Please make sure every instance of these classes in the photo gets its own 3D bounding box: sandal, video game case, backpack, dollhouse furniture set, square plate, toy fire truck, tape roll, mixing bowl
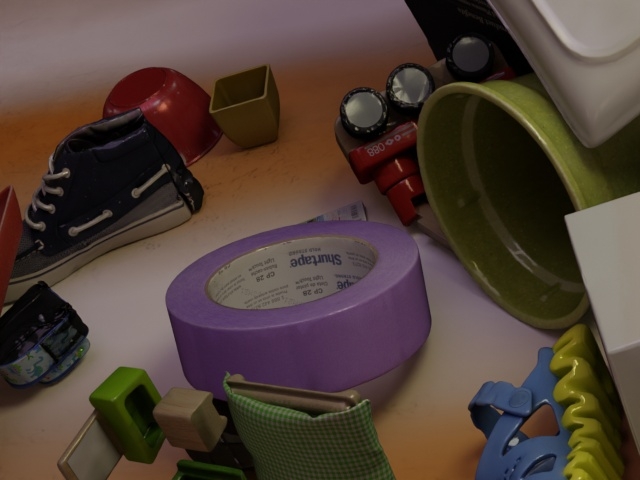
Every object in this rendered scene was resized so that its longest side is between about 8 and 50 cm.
[{"bbox_3d":[-0.051,0.196,1.633,0.219,0.060,0.090,-8,74,27],"label":"sandal"},{"bbox_3d":[0.000,0.000,1.894,0.122,0.011,0.087,-20,37,7],"label":"video game case"},{"bbox_3d":[-0.339,0.123,1.880,0.114,0.084,0.105,-42,36,-13],"label":"backpack"},{"bbox_3d":[-0.082,0.245,1.483,0.301,0.197,0.151,4,44,35],"label":"dollhouse furniture set"},{"bbox_3d":[0.295,-0.322,1.493,0.347,0.049,0.344,-40,62,19],"label":"square plate"},{"bbox_3d":[0.204,0.215,1.430,0.138,0.126,0.317,-20,29,19],"label":"sandal"},{"bbox_3d":[0.158,-0.094,1.833,0.217,0.158,0.246,-27,79,-3],"label":"toy fire truck"},{"bbox_3d":[-0.023,0.071,1.684,0.275,0.090,0.275,-11,20,4],"label":"tape roll"},{"bbox_3d":[-0.232,-0.175,2.175,0.181,0.098,0.181,-16,38,13],"label":"mixing bowl"}]

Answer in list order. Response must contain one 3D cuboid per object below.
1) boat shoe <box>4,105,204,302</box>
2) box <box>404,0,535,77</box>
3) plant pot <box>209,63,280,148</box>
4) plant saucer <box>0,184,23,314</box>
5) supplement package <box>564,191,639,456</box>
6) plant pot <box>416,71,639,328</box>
[{"bbox_3d":[-0.335,-0.051,2.031,0.341,0.158,0.127,-26,36,0],"label":"boat shoe"},{"bbox_3d":[0.288,-0.493,1.895,0.480,0.472,0.297,-44,41,-9],"label":"box"},{"bbox_3d":[-0.092,-0.172,2.099,0.081,0.083,0.081,-15,37,15],"label":"plant pot"},{"bbox_3d":[-0.460,0.091,1.939,0.258,0.048,0.259,-35,34,34],"label":"plant saucer"},{"bbox_3d":[0.386,0.067,1.423,0.263,0.198,0.199,-18,37,9],"label":"supplement package"},{"bbox_3d":[0.283,-0.086,1.653,0.254,0.276,0.276,-29,35,-24],"label":"plant pot"}]
